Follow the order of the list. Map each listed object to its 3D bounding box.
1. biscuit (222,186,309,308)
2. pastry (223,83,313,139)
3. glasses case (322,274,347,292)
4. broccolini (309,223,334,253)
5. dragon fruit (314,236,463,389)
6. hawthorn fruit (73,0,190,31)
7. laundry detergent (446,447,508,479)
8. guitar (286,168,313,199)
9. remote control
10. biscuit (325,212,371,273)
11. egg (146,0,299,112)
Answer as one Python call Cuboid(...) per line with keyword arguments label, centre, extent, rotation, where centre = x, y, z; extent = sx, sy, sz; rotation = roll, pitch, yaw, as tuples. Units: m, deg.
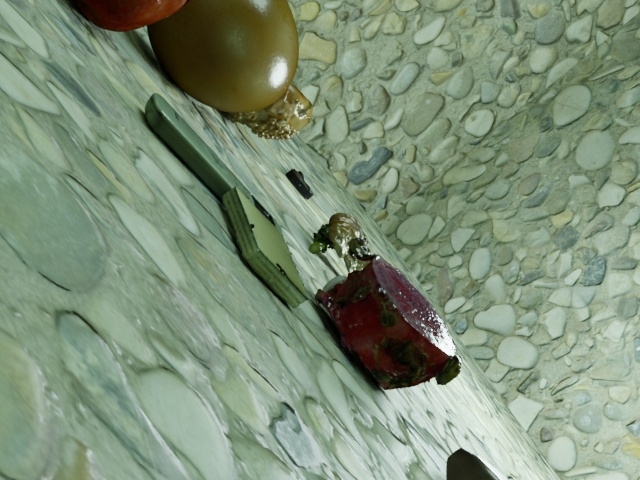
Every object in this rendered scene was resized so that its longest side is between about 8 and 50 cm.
Cuboid(label="biscuit", centre=(-0.083, 0.008, 1.477), extent=(0.121, 0.040, 0.199), rotation=(50, 7, -31))
Cuboid(label="pastry", centre=(-0.162, -0.345, 2.400), extent=(0.255, 0.162, 0.311), rotation=(33, 9, -44))
Cuboid(label="glasses case", centre=(0.065, 0.125, 1.735), extent=(0.164, 0.063, 0.041), rotation=(48, 4, -27))
Cuboid(label="broccolini", centre=(0.001, -0.003, 2.112), extent=(0.058, 0.067, 0.216), rotation=(48, 15, 5))
Cuboid(label="dragon fruit", centre=(0.097, 0.138, 1.626), extent=(0.282, 0.147, 0.211), rotation=(51, 15, 22))
Cuboid(label="hawthorn fruit", centre=(-0.284, -0.457, 1.679), extent=(0.211, 0.299, 0.211), rotation=(164, -90, -73))
Cuboid(label="laundry detergent", centre=(0.262, 0.389, 1.543), extent=(0.171, 0.076, 0.237), rotation=(53, 6, 21))
Cuboid(label="guitar", centre=(-0.056, -0.162, 2.712), extent=(0.088, 0.025, 0.233), rotation=(49, 5, -11))
Cuboid(label="remote control", centre=(-0.160, -0.101, 1.567), extent=(0.309, 0.038, 0.090), rotation=(48, 7, -28))
Cuboid(label="biscuit", centre=(0.065, 0.007, 2.113), extent=(0.118, 0.061, 0.183), rotation=(-88, 158, -43))
Cuboid(label="egg", centre=(-0.189, -0.411, 2.030), extent=(0.351, 0.282, 0.283), rotation=(47, 7, -40))
